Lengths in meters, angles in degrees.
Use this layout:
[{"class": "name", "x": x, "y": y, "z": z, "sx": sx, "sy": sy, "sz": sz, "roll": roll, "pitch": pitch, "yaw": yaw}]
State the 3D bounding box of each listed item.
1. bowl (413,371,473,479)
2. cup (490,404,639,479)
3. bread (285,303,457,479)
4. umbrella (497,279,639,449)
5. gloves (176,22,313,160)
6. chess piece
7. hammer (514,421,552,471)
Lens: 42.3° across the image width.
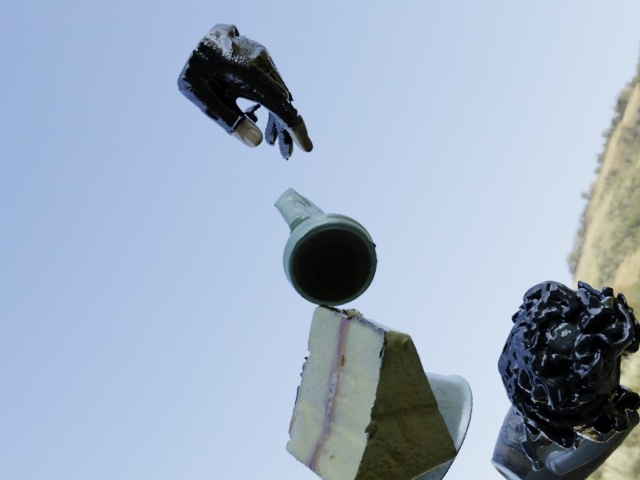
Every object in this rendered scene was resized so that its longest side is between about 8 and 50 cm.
[{"class": "bowl", "x": 0.119, "y": 0.341, "z": 1.496, "sx": 0.313, "sy": 0.146, "sz": 0.313, "roll": -52, "pitch": 10, "yaw": 13}, {"class": "cup", "x": 0.483, "y": 0.387, "z": 1.624, "sx": 0.257, "sy": 0.227, "sz": 0.301, "roll": -52, "pitch": 3, "yaw": -14}, {"class": "bread", "x": 0.036, "y": 0.231, "z": 1.258, "sx": 0.198, "sy": 0.263, "sz": 0.236, "roll": -21, "pitch": -77, "yaw": -23}, {"class": "umbrella", "x": 0.259, "y": 0.156, "z": 0.835, "sx": 0.154, "sy": 0.128, "sz": 0.336, "roll": -61, "pitch": -29, "yaw": -24}, {"class": "gloves", "x": -0.075, "y": -0.177, "z": 1.014, "sx": 0.106, "sy": 0.180, "sz": 0.129, "roll": -57, "pitch": 4, "yaw": 14}, {"class": "chess piece", "x": 0.000, "y": 0.000, "z": 1.589, "sx": 0.298, "sy": 0.176, "sz": 0.176, "roll": -117, "pitch": 34, "yaw": -68}, {"class": "hammer", "x": 0.378, "y": 0.340, "z": 1.416, "sx": 0.021, "sy": 0.078, "sz": 0.201, "roll": -33, "pitch": -18, "yaw": 22}]
